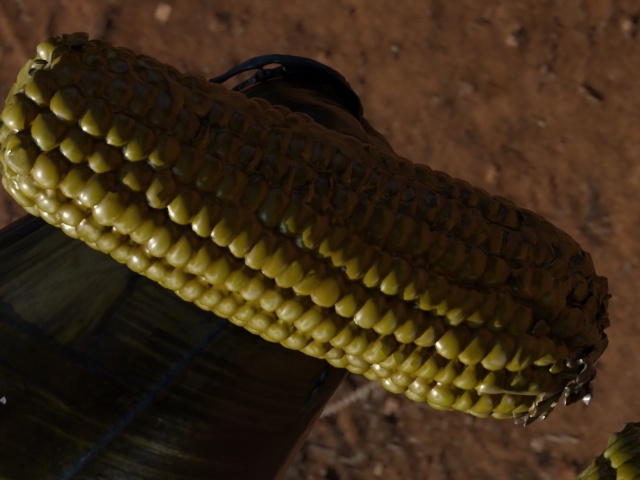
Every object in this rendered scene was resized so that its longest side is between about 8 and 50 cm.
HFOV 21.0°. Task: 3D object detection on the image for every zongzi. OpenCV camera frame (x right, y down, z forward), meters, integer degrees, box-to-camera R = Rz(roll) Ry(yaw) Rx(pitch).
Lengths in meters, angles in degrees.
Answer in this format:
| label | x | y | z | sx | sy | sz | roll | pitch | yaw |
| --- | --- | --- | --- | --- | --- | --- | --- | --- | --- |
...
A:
| label | x | y | z | sx | sy | sz | roll | pitch | yaw |
| --- | --- | --- | --- | --- | --- | --- | --- | --- | --- |
| zongzi | -0.191 | 0.028 | 0.997 | 0.403 | 0.432 | 0.208 | -59 | 17 | 19 |

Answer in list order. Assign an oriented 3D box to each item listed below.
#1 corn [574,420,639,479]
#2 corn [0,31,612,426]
| label | x | y | z | sx | sy | sz | roll | pitch | yaw |
| --- | --- | --- | --- | --- | --- | --- | --- | --- | --- |
| corn | 0.187 | 0.205 | 0.646 | 0.131 | 0.131 | 0.344 | -54 | 37 | 21 |
| corn | 0.000 | 0.000 | 0.791 | 0.115 | 0.317 | 0.115 | -53 | 25 | 38 |
